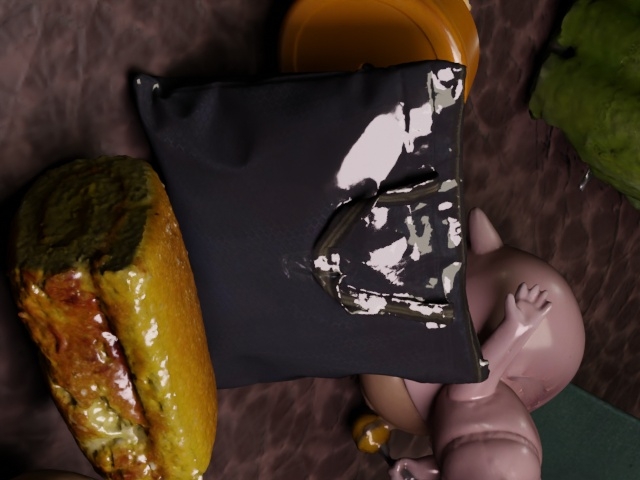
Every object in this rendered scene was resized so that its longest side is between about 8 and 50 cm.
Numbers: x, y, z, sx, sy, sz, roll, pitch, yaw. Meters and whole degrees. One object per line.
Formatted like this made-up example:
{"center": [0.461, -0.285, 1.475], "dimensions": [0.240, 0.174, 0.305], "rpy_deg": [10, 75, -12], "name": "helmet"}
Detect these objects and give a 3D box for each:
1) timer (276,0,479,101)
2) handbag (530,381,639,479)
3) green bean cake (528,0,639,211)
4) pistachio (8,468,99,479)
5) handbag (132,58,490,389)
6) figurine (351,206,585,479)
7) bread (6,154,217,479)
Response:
{"center": [0.060, -0.143, 1.075], "dimensions": [0.152, 0.132, 0.132], "rpy_deg": [-50, 144, -52], "name": "timer"}
{"center": [0.178, 0.280, 1.315], "dimensions": [0.326, 0.238, 0.089], "rpy_deg": [-48, 142, -18], "name": "handbag"}
{"center": [0.359, -0.151, 1.321], "dimensions": [0.335, 0.218, 0.319], "rpy_deg": [-59, 148, 3], "name": "green bean cake"}
{"center": [-0.137, 0.254, 0.988], "dimensions": [0.288, 0.197, 0.166], "rpy_deg": [73, 19, -48], "name": "pistachio"}
{"center": [0.000, 0.000, 1.029], "dimensions": [0.088, 0.211, 0.254], "rpy_deg": [-84, 170, -56], "name": "handbag"}
{"center": [0.103, 0.123, 1.187], "dimensions": [0.176, 0.186, 0.287], "rpy_deg": [58, 30, -57], "name": "figurine"}
{"center": [-0.122, 0.050, 0.954], "dimensions": [0.103, 0.132, 0.172], "rpy_deg": [-11, 127, 4], "name": "bread"}
